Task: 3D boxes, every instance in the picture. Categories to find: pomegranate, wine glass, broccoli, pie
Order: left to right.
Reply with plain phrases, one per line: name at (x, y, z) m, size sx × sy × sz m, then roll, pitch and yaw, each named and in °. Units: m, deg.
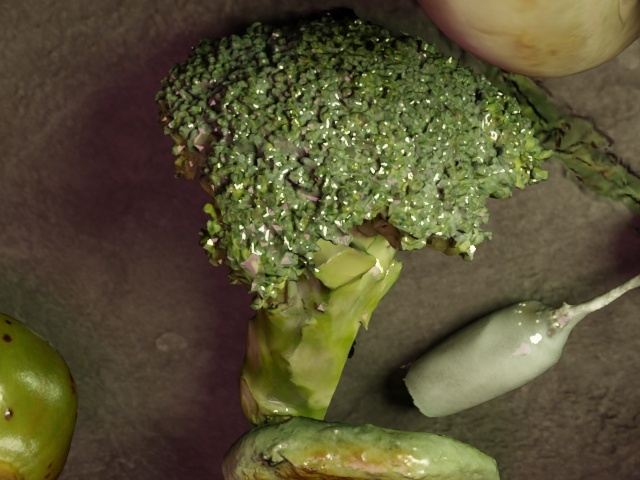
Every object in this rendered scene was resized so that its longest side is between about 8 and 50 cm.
pomegranate at (-0.285, 0.156, 1.370) m, size 0.246 × 0.198 × 0.198 m, roll 18°, pitch 134°, yaw 46°
broccoli at (-0.020, 0.003, 1.192) m, size 0.252 × 0.221 × 0.361 m, roll 9°, pitch 136°, yaw -30°
pie at (0.038, 0.199, 1.319) m, size 0.240 × 0.054 × 0.240 m, roll 6°, pitch 153°, yaw 3°
wine glass at (0.165, 0.066, 1.226) m, size 0.262 × 0.074 × 0.074 m, roll -33°, pitch 107°, yaw 36°

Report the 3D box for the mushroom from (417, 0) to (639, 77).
mushroom at (0.193, -0.196, 0.876) m, size 0.290 × 0.297 × 0.297 m, roll 45°, pitch 132°, yaw 21°
